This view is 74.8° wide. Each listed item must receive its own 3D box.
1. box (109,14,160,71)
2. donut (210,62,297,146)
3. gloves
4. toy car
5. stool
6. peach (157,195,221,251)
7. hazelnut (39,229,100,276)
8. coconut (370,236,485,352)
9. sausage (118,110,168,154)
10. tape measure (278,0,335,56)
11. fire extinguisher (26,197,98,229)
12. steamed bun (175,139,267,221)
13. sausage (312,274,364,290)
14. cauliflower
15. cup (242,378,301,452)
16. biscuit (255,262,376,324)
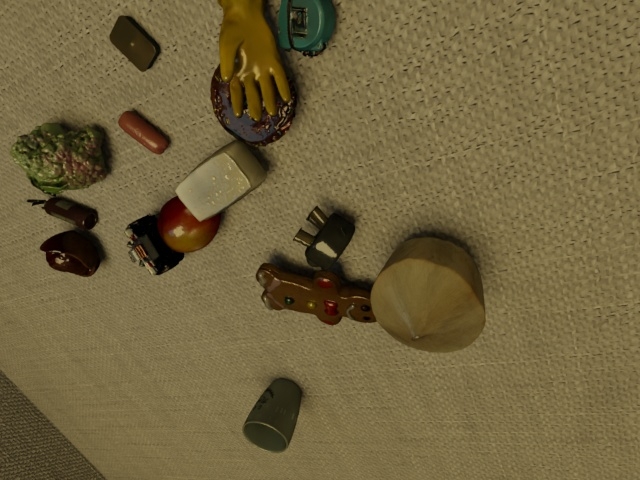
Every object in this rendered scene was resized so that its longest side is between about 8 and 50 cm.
[{"bbox_3d":[-0.495,-0.527,1.121,0.126,0.031,0.091,44,125,-10],"label":"box"},{"bbox_3d":[-0.164,-0.355,1.071,0.231,0.096,0.216,17,127,10],"label":"donut"},{"bbox_3d":[-0.151,-0.411,0.940,0.133,0.116,0.294,-9,90,7],"label":"gloves"},{"bbox_3d":[-0.543,0.015,1.343,0.118,0.301,0.193,-29,101,-6],"label":"toy car"},{"bbox_3d":[-0.004,0.006,1.208,0.139,0.153,0.228,34,126,-4],"label":"stool"},{"bbox_3d":[-0.404,-0.059,1.303,0.198,0.197,0.197,9,124,14],"label":"peach"},{"bbox_3d":[-0.929,0.059,1.570,0.170,0.160,0.201,9,133,47],"label":"hazelnut"},{"bbox_3d":[0.279,0.148,1.093,0.329,0.328,0.328,9,124,14],"label":"coconut"},{"bbox_3d":[-0.525,-0.319,1.246,0.154,0.062,0.062,38,126,-7],"label":"sausage"},{"bbox_3d":[-0.031,-0.492,0.942,0.125,0.081,0.145,20,125,28],"label":"tape measure"},{"bbox_3d":[-0.935,-0.107,1.510,0.231,0.099,0.071,21,104,5],"label":"fire extinguisher"},{"bbox_3d":[-0.273,-0.174,1.183,0.242,0.164,0.146,-29,107,27],"label":"steamed bun"},{"bbox_3d":[0.060,0.153,1.350,0.187,0.043,0.043,17,125,10],"label":"sausage"},{"bbox_3d":[-0.818,-0.281,1.306,0.239,0.257,0.315,-47,67,39],"label":"cauliflower"},{"bbox_3d":[-0.199,0.700,1.675,0.186,0.234,0.258,43,124,-10],"label":"cup"},{"bbox_3d":[-0.004,0.193,1.337,0.433,0.064,0.282,12,142,13],"label":"biscuit"}]
